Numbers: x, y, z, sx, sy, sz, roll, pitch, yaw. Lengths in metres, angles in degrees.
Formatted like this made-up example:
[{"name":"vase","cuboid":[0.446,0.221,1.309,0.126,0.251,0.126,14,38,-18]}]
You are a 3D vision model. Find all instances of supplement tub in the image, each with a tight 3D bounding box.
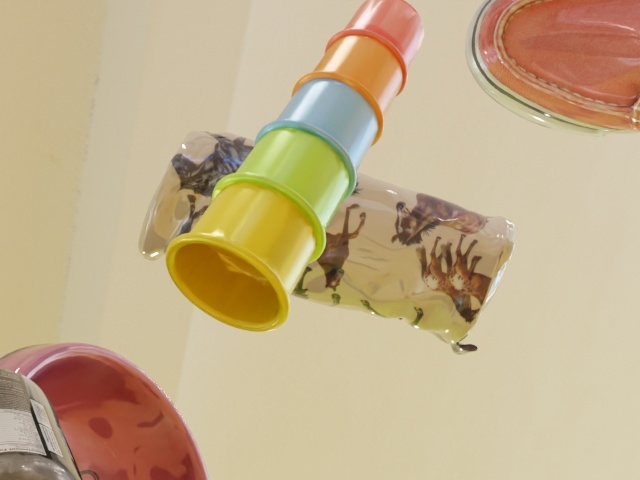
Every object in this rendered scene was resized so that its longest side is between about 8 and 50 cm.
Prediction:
[{"name":"supplement tub","cuboid":[-0.223,0.173,0.608,0.117,0.190,0.117,-9,-69,-24]}]

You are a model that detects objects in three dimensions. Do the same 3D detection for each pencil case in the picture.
[{"name":"pencil case","cuboid":[0.000,0.000,1.019,0.410,0.160,0.183,16,-40,-2]}]

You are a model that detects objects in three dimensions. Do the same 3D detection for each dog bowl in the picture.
[{"name":"dog bowl","cuboid":[-0.269,0.292,0.957,0.150,0.408,0.408,-27,-47,22]}]

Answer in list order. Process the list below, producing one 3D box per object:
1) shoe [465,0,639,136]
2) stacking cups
[{"name":"shoe","cuboid":[0.136,-0.061,0.288,0.081,0.178,0.063,-19,-61,-81]},{"name":"stacking cups","cuboid":[-0.003,-0.075,0.695,0.316,0.096,0.096,-61,-43,-38]}]
